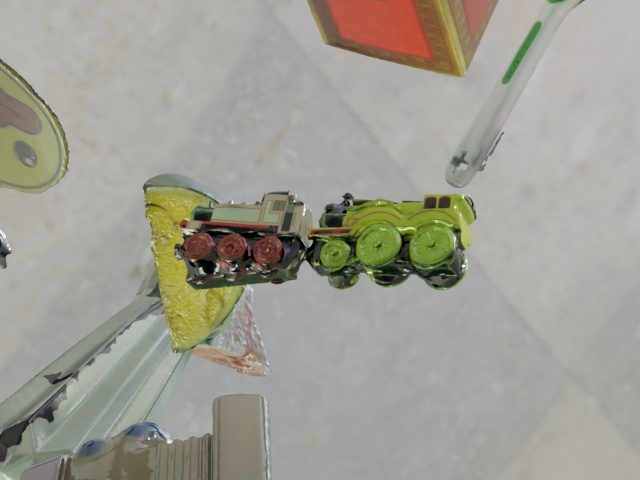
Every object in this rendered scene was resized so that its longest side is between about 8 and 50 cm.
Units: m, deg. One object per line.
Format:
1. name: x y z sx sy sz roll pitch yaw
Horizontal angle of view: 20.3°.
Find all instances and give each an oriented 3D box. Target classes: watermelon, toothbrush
1. watermelon: -0.115 0.121 2.092 0.121 0.098 0.158 -30 118 -30
2. toothbrush: 0.226 -0.222 1.551 0.040 0.042 0.418 33 86 -38
3. watermelon: -0.119 0.005 1.701 0.092 0.075 0.181 -15 119 -8

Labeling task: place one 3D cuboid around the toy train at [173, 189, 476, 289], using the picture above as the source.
1. toy train: 0.000 0.000 1.458 0.053 0.250 0.085 60 34 -56

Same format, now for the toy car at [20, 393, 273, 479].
1. toy car: -0.084 0.310 1.336 0.226 0.242 0.336 -22 115 6

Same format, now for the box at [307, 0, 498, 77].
1. box: 0.058 -0.202 0.668 0.240 0.074 0.153 -64 152 -19

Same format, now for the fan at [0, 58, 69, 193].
1. fan: -0.369 -0.165 1.942 0.011 0.229 0.335 -52 162 -35

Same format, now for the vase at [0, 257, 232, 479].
1. vase: -0.227 0.160 1.853 0.360 0.165 0.165 -53 148 -44

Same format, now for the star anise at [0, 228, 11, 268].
1. star anise: -0.386 -0.032 1.717 0.061 0.204 0.180 -48 -169 33
